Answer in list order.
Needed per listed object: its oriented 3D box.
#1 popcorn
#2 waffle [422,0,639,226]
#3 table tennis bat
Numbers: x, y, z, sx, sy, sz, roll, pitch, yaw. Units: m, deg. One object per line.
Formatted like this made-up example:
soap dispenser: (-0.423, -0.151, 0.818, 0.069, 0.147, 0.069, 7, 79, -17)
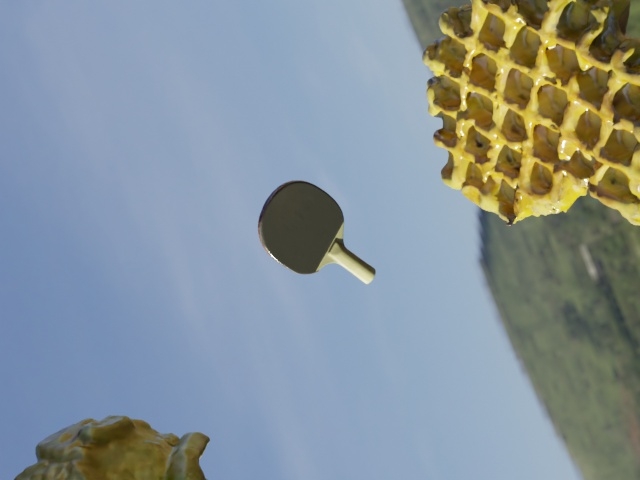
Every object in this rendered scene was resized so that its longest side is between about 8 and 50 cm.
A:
popcorn: (-0.181, 0.276, 1.471, 0.181, 0.217, 0.235, 16, -120, -74)
waffle: (0.183, -0.103, 1.322, 0.056, 0.253, 0.249, -21, -106, -39)
table tennis bat: (0.000, 0.000, 1.626, 0.156, 0.087, 0.013, 37, 168, -34)
